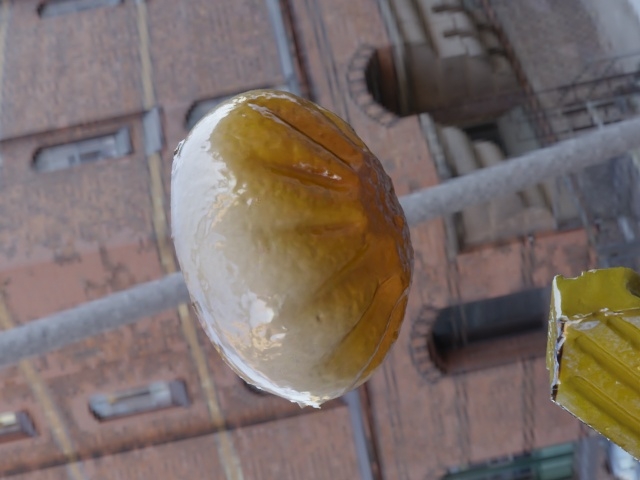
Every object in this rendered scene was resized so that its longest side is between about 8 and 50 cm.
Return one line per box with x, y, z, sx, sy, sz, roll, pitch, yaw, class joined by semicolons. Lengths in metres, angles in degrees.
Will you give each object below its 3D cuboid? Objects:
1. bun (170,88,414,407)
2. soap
0.000;0.000;1.093;0.299;0.164;0.299;43;-142;-48;bun
0.340;0.135;1.291;0.257;0.160;0.080;36;-152;-20;soap
